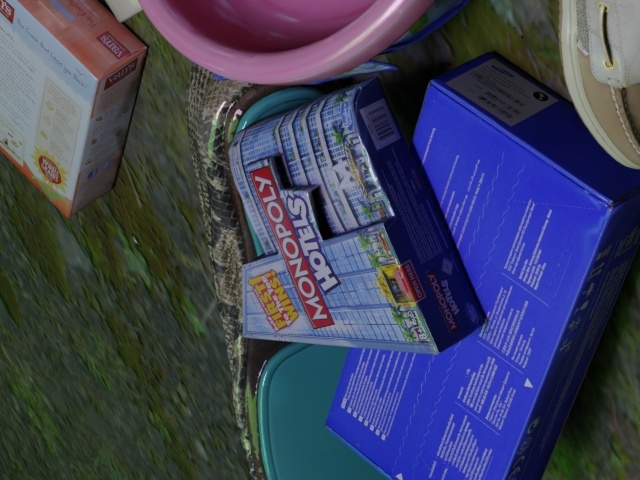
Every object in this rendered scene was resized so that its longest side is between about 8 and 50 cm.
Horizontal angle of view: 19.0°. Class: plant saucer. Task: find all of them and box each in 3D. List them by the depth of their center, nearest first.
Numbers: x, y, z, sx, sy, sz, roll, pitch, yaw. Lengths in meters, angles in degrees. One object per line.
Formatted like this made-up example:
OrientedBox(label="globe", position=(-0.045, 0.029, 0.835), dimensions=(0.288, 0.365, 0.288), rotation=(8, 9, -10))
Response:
OrientedBox(label="plant saucer", position=(-0.002, -0.262, 1.208), dimensions=(0.332, 0.084, 0.332), rotation=(-1, 88, 44))

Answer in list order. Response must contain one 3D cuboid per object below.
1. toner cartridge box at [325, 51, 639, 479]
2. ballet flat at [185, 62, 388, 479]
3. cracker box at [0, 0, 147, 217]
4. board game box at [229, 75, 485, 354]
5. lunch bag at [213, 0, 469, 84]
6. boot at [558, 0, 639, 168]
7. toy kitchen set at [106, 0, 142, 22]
OrientedBox(label="toner cartridge box", position=(0.120, 0.050, 1.409), dimensions=(0.165, 0.075, 0.348), rotation=(38, 134, 25))
OrientedBox(label="ballet flat", position=(-0.023, 0.044, 1.618), dimensions=(0.182, 0.164, 0.483), rotation=(-135, 30, -58))
OrientedBox(label="cracker box", position=(-0.251, -0.147, 1.787), dimensions=(0.156, 0.067, 0.232), rotation=(45, 149, 14))
OrientedBox(label="board game box", position=(0.000, 0.000, 1.397), dimensions=(0.194, 0.060, 0.194), rotation=(-18, 99, 47))
OrientedBox(label="lunch bag", position=(0.009, -0.159, 1.344), dimensions=(0.129, 0.151, 0.096), rotation=(-4, 117, 54))
OrientedBox(label="boot", position=(0.218, -0.125, 1.089), dimensions=(0.165, 0.077, 0.213), rotation=(14, 131, 45))
OrientedBox(label="toy kitchen set", position=(-0.086, -0.276, 1.447), dimensions=(0.207, 0.166, 0.122), rotation=(-28, 100, 22))
